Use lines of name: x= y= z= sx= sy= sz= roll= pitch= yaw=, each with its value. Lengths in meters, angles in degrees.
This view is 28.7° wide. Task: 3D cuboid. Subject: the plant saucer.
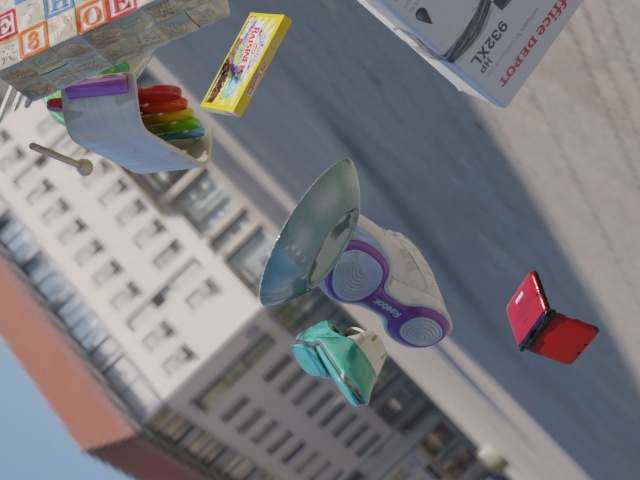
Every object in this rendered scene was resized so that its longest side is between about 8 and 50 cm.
plant saucer: x=0.000 y=0.000 z=1.426 sx=0.037 sy=0.195 sz=0.195 roll=31 pitch=175 yaw=14

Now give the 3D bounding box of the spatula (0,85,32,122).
spatula: x=-0.436 y=-0.291 z=1.936 sx=0.019 sy=0.242 sz=0.168 roll=27 pitch=155 yaw=-30

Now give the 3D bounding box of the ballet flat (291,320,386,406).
ballet flat: x=0.032 y=0.141 z=1.564 sx=0.083 sy=0.087 sz=0.247 roll=60 pitch=169 yaw=-13

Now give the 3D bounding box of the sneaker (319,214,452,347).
sneaker: x=0.074 y=0.034 z=1.800 sx=0.305 sy=0.114 sz=0.152 roll=45 pitch=-156 yaw=-39

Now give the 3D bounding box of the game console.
game console: x=0.376 y=0.127 z=2.040 sx=0.144 sy=0.085 sz=0.124 roll=109 pitch=150 yaw=-59

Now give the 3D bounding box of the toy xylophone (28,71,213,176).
toy xylophone: x=-0.296 y=-0.163 z=1.877 sx=0.322 sy=0.236 sz=0.081 roll=49 pitch=-142 yaw=-76

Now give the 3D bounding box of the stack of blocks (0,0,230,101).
stack of blocks: x=-0.274 y=-0.317 z=1.585 sx=0.087 sy=0.297 sz=0.171 roll=40 pitch=-146 yaw=-59

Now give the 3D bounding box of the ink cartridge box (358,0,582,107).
ink cartridge box: x=0.196 y=-0.363 z=1.728 sx=0.307 sy=0.223 sz=0.129 roll=35 pitch=-178 yaw=-34

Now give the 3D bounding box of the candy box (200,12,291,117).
candy box: x=-0.136 y=-0.322 z=2.284 sx=0.105 sy=0.206 sz=0.027 roll=16 pitch=165 yaw=46

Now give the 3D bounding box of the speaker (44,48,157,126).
speaker: x=-0.347 y=-0.287 z=1.985 sx=0.131 sy=0.131 sz=0.296 roll=46 pitch=145 yaw=-3
